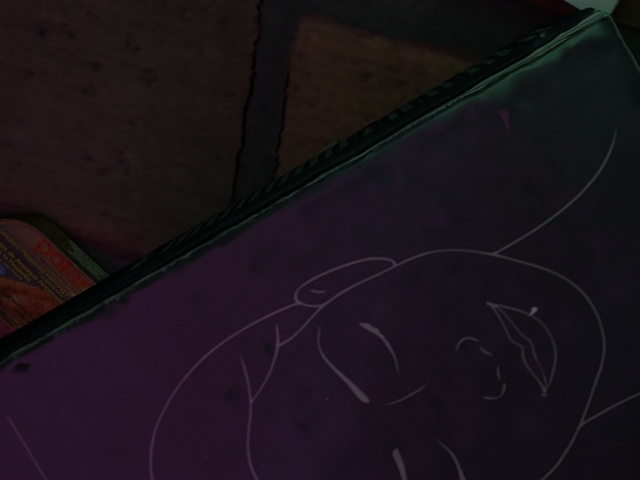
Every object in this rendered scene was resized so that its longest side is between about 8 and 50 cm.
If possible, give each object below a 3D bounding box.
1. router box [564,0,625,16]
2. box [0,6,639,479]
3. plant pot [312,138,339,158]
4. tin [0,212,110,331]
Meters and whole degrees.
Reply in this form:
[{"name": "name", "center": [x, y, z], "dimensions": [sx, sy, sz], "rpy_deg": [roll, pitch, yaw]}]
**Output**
[{"name": "router box", "center": [0.164, -0.375, 0.963], "dimensions": [0.301, 0.082, 0.335], "rpy_deg": [33, 116, 8]}, {"name": "box", "center": [0.078, 0.170, 0.931], "dimensions": [0.472, 0.297, 0.479], "rpy_deg": [-30, 94, 3]}, {"name": "plant pot", "center": [0.000, 0.000, 1.144], "dimensions": [0.096, 0.109, 0.109], "rpy_deg": [44, 117, -11]}, {"name": "tin", "center": [-0.249, 0.054, 1.290], "dimensions": [0.190, 0.040, 0.106], "rpy_deg": [44, 121, 2]}]
